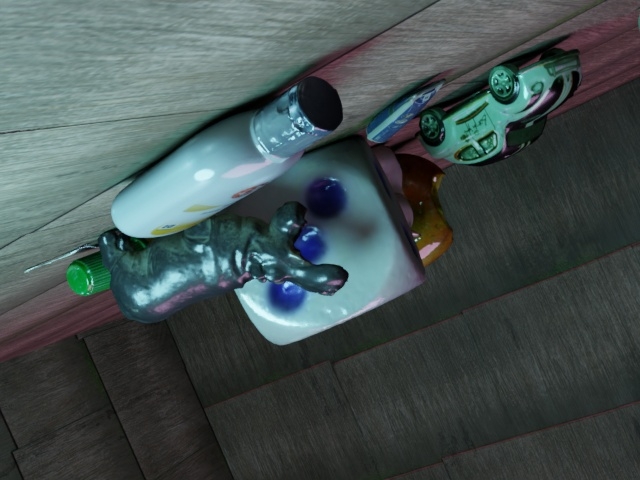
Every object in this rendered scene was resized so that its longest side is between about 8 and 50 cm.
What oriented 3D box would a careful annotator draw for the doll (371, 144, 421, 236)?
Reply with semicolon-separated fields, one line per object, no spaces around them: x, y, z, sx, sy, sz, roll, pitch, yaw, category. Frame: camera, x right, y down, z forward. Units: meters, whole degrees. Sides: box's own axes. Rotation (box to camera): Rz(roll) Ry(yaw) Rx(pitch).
0.105;-0.082;1.782;0.106;0.181;0.110;-8;172;-28;doll

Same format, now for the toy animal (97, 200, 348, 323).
-0.137;0.014;1.351;0.343;0.168;0.106;-9;179;12;toy animal

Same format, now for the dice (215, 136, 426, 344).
0.000;0.000;1.534;0.259;0.251;0.243;-24;180;8;dice

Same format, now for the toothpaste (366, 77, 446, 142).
0.105;-0.170;1.322;0.057;0.035;0.197;-30;178;-24;toothpaste

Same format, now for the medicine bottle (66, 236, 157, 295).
-0.258;0.018;1.521;0.111;0.076;0.309;-27;176;39;medicine bottle

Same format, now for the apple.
0.155;-0.058;1.991;0.246;0.246;0.226;-24;-174;5;apple

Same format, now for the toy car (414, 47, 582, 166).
0.279;-0.191;1.510;0.136;0.125;0.306;-22;179;-35;toy car

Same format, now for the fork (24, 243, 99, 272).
-0.362;0.023;1.388;0.115;0.012;0.016;-19;174;-6;fork

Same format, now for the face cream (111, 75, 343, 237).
-0.087;-0.078;0.967;0.144;0.071;0.291;-22;177;-44;face cream

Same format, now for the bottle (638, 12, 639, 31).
0.572;-0.348;1.481;0.201;0.072;0.072;-23;178;-25;bottle
